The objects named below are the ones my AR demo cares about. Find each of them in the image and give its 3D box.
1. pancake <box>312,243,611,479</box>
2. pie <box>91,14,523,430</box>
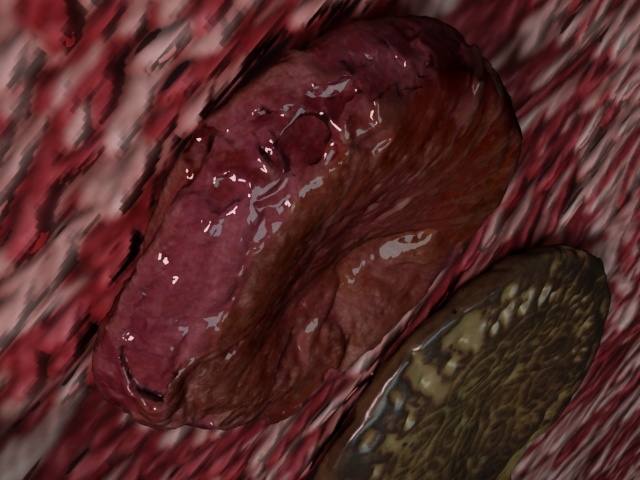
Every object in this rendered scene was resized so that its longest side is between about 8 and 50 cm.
[{"bbox_3d":[0.062,0.081,0.653,0.199,0.021,0.199,-35,149,-25],"label":"pancake"},{"bbox_3d":[0.000,0.000,0.446,0.153,0.038,0.153,-35,150,-23],"label":"pie"}]
